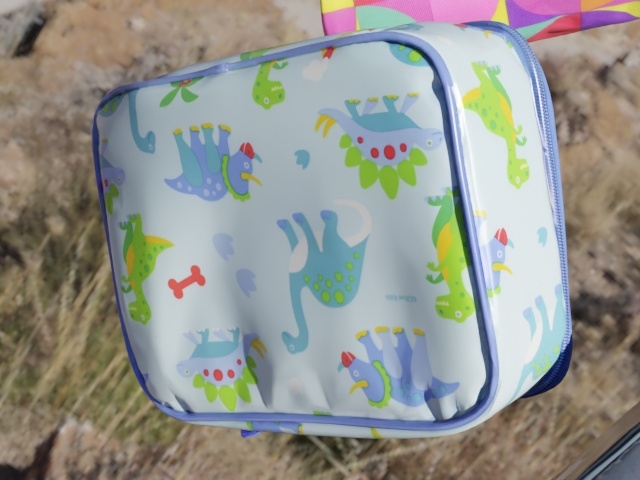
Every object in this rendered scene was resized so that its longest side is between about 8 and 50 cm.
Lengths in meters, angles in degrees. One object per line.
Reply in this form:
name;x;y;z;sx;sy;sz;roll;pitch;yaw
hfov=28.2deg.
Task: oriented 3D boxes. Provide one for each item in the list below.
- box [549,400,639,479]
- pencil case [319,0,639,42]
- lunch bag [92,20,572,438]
box;0.206;0.334;0.550;0.472;0.480;0.297;49;0;14
pencil case;0.107;-0.159;0.738;0.104;0.236;0.105;-11;90;-80
lunch bag;0.000;0.000;0.568;0.090;0.219;0.176;-17;99;-49
